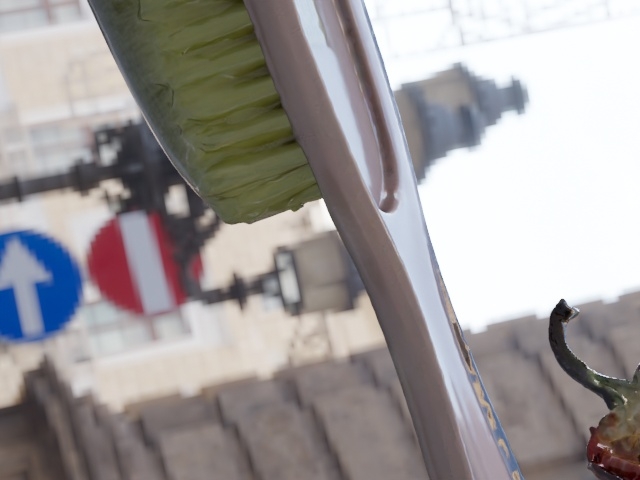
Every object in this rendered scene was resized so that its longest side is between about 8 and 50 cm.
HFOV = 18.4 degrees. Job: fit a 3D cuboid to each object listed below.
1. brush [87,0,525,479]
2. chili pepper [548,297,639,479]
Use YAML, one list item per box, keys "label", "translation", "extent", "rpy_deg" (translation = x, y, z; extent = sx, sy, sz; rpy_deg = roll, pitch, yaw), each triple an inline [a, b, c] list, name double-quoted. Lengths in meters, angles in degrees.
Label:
- label: "brush"
  translation: [-0.001, 0.000, 0.487]
  extent: [0.312, 0.067, 0.072]
  rpy_deg: [70, 22, -3]
- label: "chili pepper"
  translation: [0.152, 0.091, 0.659]
  extent: [0.050, 0.059, 0.268]
  rpy_deg: [49, -7, -39]
